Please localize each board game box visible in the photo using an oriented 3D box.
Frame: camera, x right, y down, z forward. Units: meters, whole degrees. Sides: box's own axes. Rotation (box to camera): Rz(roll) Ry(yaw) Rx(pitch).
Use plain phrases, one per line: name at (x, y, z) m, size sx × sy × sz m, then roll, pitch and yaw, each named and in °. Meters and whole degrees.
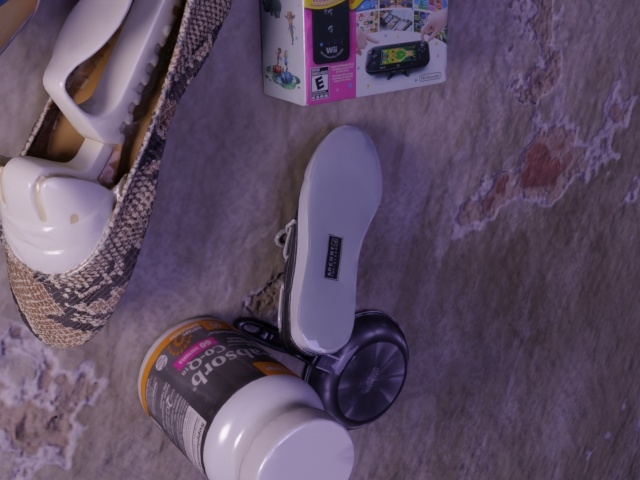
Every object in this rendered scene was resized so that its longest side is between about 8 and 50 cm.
board game box at (0.043, -0.332, 1.060) m, size 0.224 × 0.097 × 0.303 m, roll -15°, pitch 114°, yaw -31°

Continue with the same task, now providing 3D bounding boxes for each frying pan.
frying pan at (0.034, 0.159, 1.271) m, size 0.197 × 0.053 × 0.326 m, roll -45°, pitch 130°, yaw -15°

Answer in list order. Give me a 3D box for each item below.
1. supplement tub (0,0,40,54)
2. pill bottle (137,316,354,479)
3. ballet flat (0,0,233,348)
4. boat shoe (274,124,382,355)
supplement tub at (-0.329, -0.215, 0.753) m, size 0.144 × 0.144 × 0.199 m, roll 58°, pitch 31°, yaw -35°
pill bottle at (-0.093, 0.211, 1.045) m, size 0.162 × 0.278 × 0.162 m, roll -14°, pitch 115°, yaw -33°
ballet flat at (-0.231, -0.119, 0.885) m, size 0.482 × 0.164 × 0.182 m, roll -67°, pitch 167°, yaw 1°
boat shoe at (0.004, 0.001, 1.149) m, size 0.113 × 0.105 × 0.306 m, roll 12°, pitch 75°, yaw -27°
